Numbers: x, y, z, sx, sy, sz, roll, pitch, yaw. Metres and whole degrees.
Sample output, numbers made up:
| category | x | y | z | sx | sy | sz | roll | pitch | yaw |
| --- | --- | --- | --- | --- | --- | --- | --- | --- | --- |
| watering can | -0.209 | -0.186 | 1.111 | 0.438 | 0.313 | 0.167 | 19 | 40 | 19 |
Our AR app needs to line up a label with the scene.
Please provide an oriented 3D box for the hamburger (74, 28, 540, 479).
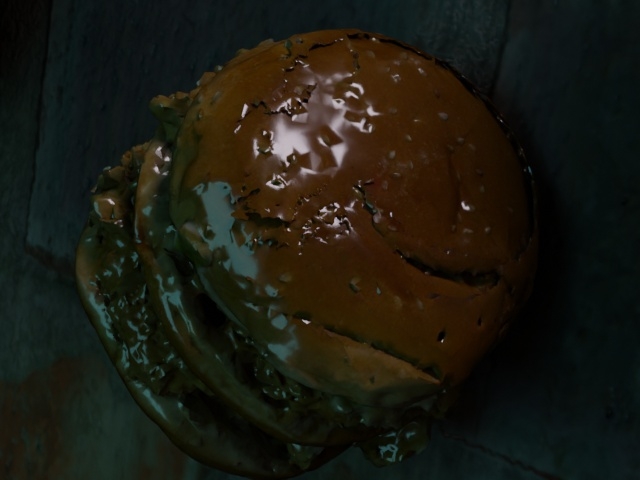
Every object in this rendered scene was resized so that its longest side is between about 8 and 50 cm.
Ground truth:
| category | x | y | z | sx | sy | sz | roll | pitch | yaw |
| --- | --- | --- | --- | --- | --- | --- | --- | --- | --- |
| hamburger | -0.010 | 0.000 | 0.894 | 0.211 | 0.245 | 0.260 | -35 | 29 | 48 |
